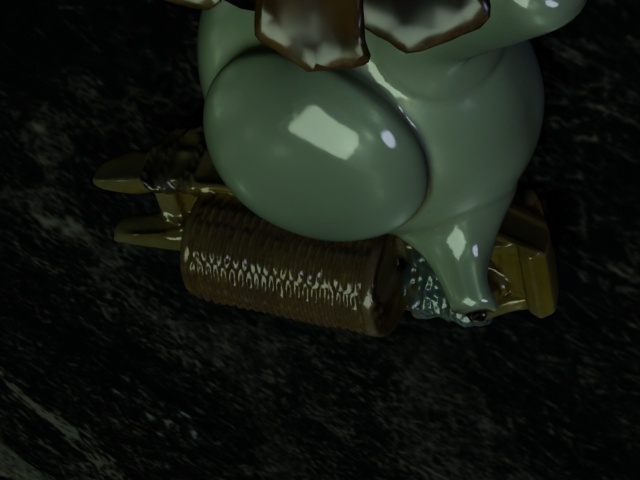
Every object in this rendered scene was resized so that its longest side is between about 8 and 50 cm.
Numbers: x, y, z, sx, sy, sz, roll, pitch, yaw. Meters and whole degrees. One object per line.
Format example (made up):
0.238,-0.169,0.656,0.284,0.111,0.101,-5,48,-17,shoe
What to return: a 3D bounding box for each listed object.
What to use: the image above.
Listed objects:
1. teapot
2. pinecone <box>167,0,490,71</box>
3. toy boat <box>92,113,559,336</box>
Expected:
0.029,-0.106,1.031,0.220,0.149,0.318,23,146,10,teapot
0.008,-0.230,0.708,0.384,0.384,0.384,21,145,15,pinecone
0.000,0.000,1.218,0.310,0.115,0.089,15,143,22,toy boat
